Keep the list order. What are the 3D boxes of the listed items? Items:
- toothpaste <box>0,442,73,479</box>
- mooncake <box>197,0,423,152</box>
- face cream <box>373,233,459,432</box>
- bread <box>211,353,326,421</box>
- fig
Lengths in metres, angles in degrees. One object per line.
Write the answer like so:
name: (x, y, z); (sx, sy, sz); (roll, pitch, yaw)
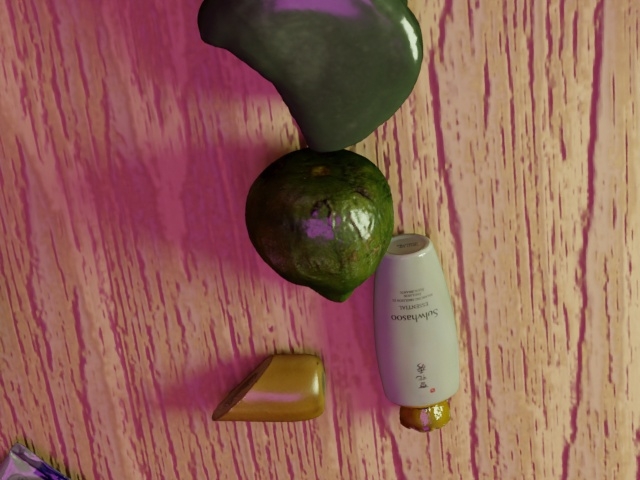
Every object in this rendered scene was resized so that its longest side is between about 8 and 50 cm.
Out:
toothpaste: (-0.345, 0.326, 1.498); (0.100, 0.066, 0.323); (39, 108, -13)
mooncake: (-0.007, -0.157, 1.206); (0.168, 0.104, 0.175); (-8, 121, 1)
face cream: (0.083, 0.082, 1.364); (0.072, 0.051, 0.182); (-8, 119, 0)
bread: (-0.046, 0.133, 1.395); (0.103, 0.049, 0.062); (0, 119, -1)
fig: (0.000, 0.000, 1.287); (0.123, 0.123, 0.156); (0, 130, 0)
